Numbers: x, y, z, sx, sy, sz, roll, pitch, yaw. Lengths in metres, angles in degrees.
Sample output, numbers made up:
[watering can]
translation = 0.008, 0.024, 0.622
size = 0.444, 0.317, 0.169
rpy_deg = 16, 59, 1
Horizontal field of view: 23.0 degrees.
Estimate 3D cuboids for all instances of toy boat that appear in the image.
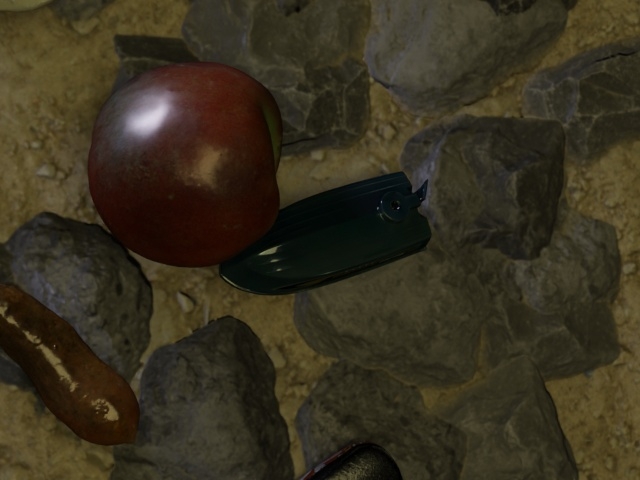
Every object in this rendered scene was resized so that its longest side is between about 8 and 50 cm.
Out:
[toy boat]
translation = 0.000, 0.001, 2.010
size = 0.296, 0.122, 0.114
rpy_deg = -19, 77, -25

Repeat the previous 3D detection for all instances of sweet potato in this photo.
[sweet potato]
translation = -0.334, 0.145, 1.939
size = 0.292, 0.097, 0.097
rpy_deg = 45, 81, -7

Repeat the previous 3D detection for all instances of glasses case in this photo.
[glasses case]
translation = -0.011, 0.367, 2.064
size = 0.267, 0.067, 0.103
rpy_deg = -33, 101, -11

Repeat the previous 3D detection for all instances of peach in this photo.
[peach]
translation = -0.162, -0.095, 1.892
size = 0.252, 0.252, 0.252
rpy_deg = -1, 94, -17

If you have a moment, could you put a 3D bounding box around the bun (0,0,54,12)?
[bun]
translation = -0.363, -0.358, 1.887
size = 0.183, 0.102, 0.183
rpy_deg = 0, 90, -10
